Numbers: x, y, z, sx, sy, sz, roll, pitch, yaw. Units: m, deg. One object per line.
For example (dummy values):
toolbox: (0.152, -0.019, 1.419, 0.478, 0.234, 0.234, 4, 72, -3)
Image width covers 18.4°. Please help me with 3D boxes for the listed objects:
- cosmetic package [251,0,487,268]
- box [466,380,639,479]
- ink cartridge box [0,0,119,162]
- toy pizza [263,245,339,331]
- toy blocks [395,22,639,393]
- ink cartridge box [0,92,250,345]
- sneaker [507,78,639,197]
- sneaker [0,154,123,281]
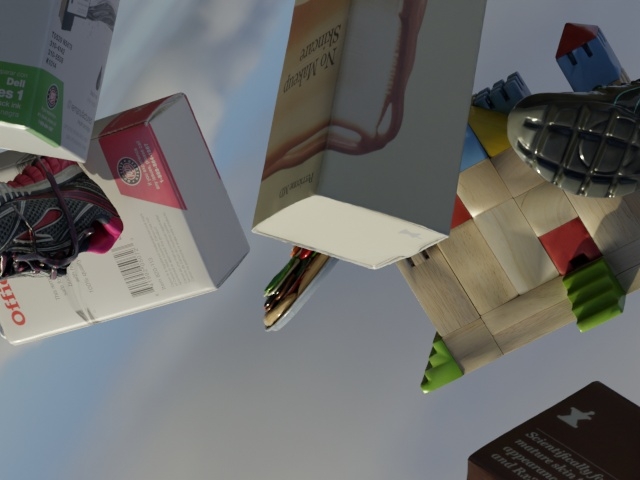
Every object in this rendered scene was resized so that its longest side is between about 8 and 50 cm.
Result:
cosmetic package: (0.047, -0.142, 1.693, 0.153, 0.129, 0.296, -28, -131, 61)
box: (0.189, 0.307, 1.307, 0.143, 0.191, 0.381, -23, 131, -37)
ink cartridge box: (-0.236, -0.191, 1.652, 0.160, 0.093, 0.219, 36, 65, -77)
toy pizza: (0.000, 0.000, 1.889, 0.201, 0.032, 0.201, -53, -174, 8)
toy blocks: (0.209, -0.047, 2.015, 0.381, 0.261, 0.191, -28, -168, 20)
ink cartridge box: (-0.253, -0.023, 2.218, 0.283, 0.207, 0.117, -16, -164, 24)
sneaker: (0.290, -0.098, 1.788, 0.106, 0.267, 0.101, -102, -156, -48)
sneaker: (-0.303, -0.001, 2.000, 0.121, 0.112, 0.299, -49, 175, 36)
